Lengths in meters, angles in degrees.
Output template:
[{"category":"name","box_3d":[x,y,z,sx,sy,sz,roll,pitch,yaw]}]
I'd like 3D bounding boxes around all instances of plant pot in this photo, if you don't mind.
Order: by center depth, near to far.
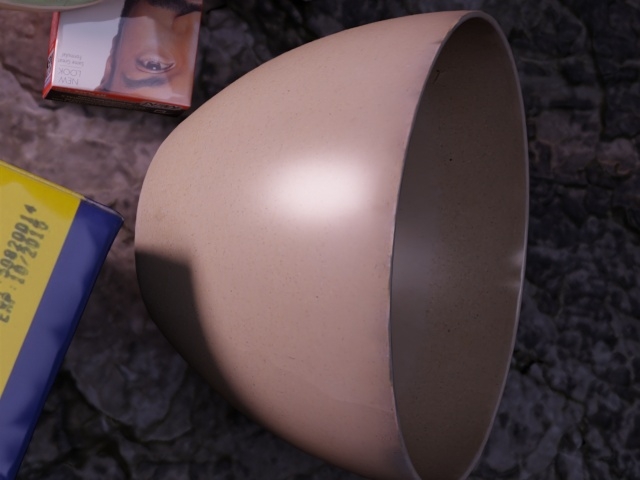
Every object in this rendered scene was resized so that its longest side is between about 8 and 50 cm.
[{"category":"plant pot","box_3d":[0.000,0.000,0.979,0.191,0.284,0.284,5,82,21]}]

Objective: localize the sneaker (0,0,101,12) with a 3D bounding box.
[{"category":"sneaker","box_3d":[-0.098,-0.204,0.952,0.256,0.151,0.094,-12,89,-13]}]

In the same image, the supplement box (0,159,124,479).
[{"category":"supplement box","box_3d":[-0.321,0.012,0.903,0.356,0.195,0.194,24,79,-13]}]

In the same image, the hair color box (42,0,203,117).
[{"category":"hair color box","box_3d":[-0.123,-0.171,1.048,0.093,0.053,0.167,7,84,-15]}]
